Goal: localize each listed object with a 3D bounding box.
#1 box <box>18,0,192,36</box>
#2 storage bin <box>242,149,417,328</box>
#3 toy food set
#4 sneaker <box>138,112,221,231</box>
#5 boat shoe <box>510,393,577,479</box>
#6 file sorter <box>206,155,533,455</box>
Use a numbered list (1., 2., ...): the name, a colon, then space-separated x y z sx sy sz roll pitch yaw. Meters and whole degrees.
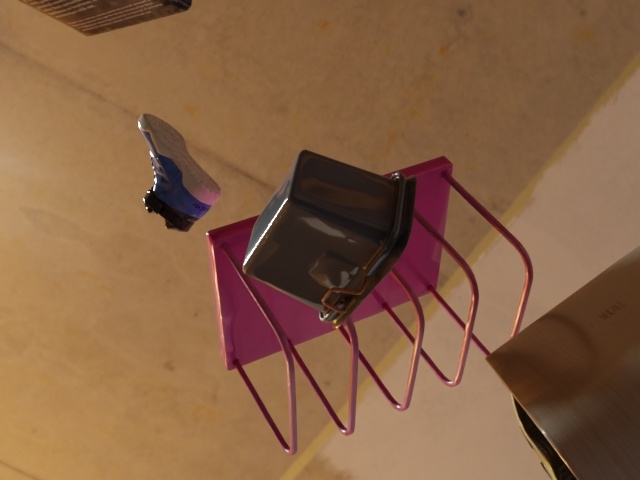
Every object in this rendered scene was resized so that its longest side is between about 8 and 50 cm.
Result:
1. box: -0.278 -0.413 0.824 0.183 0.296 0.294 -3 -13 33
2. storage bin: 0.000 0.000 0.625 0.091 0.098 0.135 22 -41 -12
3. toy food set: 0.269 0.093 0.674 0.220 0.306 0.092 -37 -87 4
4. sneaker: -0.186 -0.075 0.952 0.084 0.058 0.152 -47 -112 18
5. boat shoe: 0.247 0.208 0.881 0.056 0.048 0.153 -27 -99 -10
6. file sorter: 0.054 0.074 0.877 0.291 0.182 0.202 -19 -45 -21
